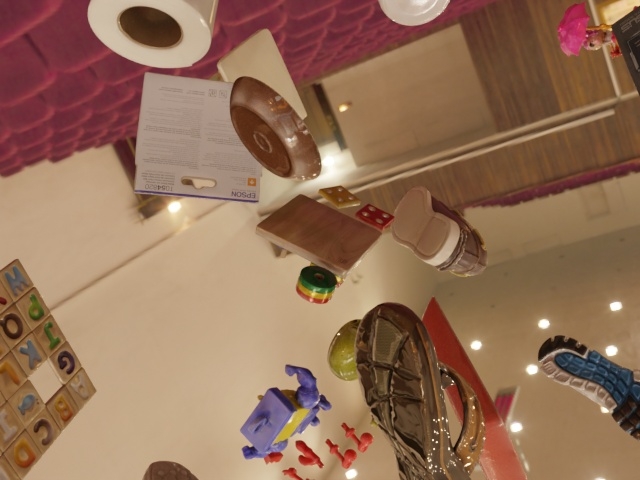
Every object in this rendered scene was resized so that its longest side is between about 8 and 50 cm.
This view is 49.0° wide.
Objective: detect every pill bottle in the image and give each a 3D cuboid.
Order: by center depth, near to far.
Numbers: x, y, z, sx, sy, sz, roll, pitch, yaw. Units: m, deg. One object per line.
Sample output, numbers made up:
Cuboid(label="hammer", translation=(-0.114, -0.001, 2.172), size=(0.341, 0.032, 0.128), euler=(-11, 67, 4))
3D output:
Cuboid(label="pill bottle", translation=(0.137, -0.451, 1.151), size=(0.121, 0.121, 0.221), euler=(-20, -141, 10))

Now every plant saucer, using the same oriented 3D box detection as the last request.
Cuboid(label="plant saucer", translation=(0.213, 0.244, 0.958), size=(0.048, 0.258, 0.259), euler=(-25, -149, 4))
Cuboid(label="plant saucer", translation=(-0.081, -0.164, 1.101), size=(0.036, 0.198, 0.198), euler=(-44, -160, -19))

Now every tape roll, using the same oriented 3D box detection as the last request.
Cuboid(label="tape roll", translation=(-0.331, -0.493, 1.425), size=(0.246, 0.169, 0.246), euler=(4, 157, 2))

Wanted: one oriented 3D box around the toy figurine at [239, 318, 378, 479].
Cuboid(label="toy figurine", translation=(-0.030, 0.319, 1.270), size=(0.217, 0.191, 0.362), euler=(9, 122, -53))

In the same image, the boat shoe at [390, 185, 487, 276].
Cuboid(label="boat shoe", translation=(0.217, -0.017, 1.318), size=(0.116, 0.096, 0.324), euler=(-60, -165, 10))

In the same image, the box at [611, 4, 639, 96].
Cuboid(label="box", translation=(0.443, -0.212, 0.725), size=(0.059, 0.183, 0.232), euler=(11, 148, -37))

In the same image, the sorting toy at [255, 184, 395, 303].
Cuboid(label="sorting toy", translation=(0.000, 0.000, 0.941), size=(0.132, 0.046, 0.274), euler=(26, -149, 13))

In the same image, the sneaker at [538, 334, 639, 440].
Cuboid(label="sneaker", translation=(0.361, 0.180, 0.848), size=(0.190, 0.083, 0.071), euler=(38, -82, 41))

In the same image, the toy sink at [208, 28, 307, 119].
Cuboid(label="toy sink", translation=(-0.162, -0.341, 1.587), size=(0.131, 0.234, 0.153), euler=(18, -125, 45))

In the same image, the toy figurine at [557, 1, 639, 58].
Cuboid(label="toy figurine", translation=(0.453, -0.324, 1.088), size=(0.159, 0.130, 0.173), euler=(8, 180, 33))

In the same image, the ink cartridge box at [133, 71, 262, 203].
Cuboid(label="ink cartridge box", translation=(-0.212, -0.177, 1.251), size=(0.223, 0.224, 0.045), euler=(5, 169, -11))

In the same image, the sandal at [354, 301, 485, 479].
Cuboid(label="sandal", translation=(0.081, 0.126, 0.468), size=(0.060, 0.219, 0.090), euler=(-30, -156, -18))

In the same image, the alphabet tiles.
Cuboid(label="alphabet tiles", translation=(-0.351, 0.158, 0.759), size=(0.009, 0.198, 0.237), euler=(-15, -159, 21))

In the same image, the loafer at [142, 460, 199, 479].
Cuboid(label="loafer", translation=(-0.187, 0.450, 0.979), size=(0.112, 0.111, 0.319), euler=(14, -155, -37))
